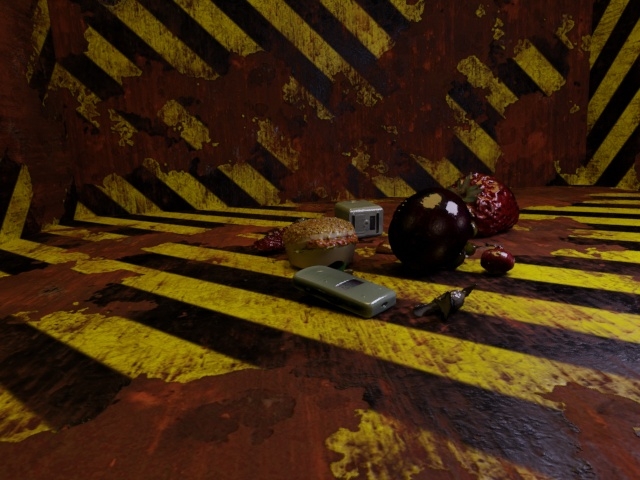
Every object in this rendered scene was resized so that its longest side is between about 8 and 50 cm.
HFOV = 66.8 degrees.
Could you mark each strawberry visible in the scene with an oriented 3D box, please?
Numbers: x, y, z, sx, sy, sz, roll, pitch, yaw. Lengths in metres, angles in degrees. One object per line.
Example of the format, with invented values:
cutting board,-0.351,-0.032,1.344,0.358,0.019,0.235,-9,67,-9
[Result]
strawberry,0.732,-0.133,2.174,0.345,0.295,0.317,28,-25,-31
strawberry,-0.152,-0.007,2.113,0.286,0.106,0.188,-28,1,-35

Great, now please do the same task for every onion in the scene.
onion,0.568,0.062,1.560,0.107,0.097,0.107,10,-6,1

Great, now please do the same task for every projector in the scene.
projector,0.178,-0.106,2.344,0.177,0.163,0.242,-6,14,-18

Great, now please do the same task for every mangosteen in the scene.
mangosteen,0.373,-0.025,1.631,0.297,0.293,0.297,-32,-1,-1

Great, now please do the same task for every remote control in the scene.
remote control,0.056,0.136,1.355,0.296,0.056,0.140,17,22,40

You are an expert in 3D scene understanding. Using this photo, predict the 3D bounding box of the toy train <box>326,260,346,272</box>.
toy train,0.025,0.115,1.561,0.044,0.042,0.209,15,21,25

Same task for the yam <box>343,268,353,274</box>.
yam,0.057,0.112,1.641,0.116,0.021,0.021,-6,12,-16

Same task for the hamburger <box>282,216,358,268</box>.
hamburger,0.000,0.000,1.811,0.276,0.179,0.294,-11,14,-31

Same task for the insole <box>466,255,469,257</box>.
insole,0.481,0.049,1.856,0.192,0.010,0.063,7,16,42

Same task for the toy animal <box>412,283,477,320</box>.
toy animal,0.334,0.152,1.251,0.202,0.070,0.105,-18,-1,-39

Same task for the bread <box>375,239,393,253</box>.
bread,0.295,0.023,1.965,0.126,0.044,0.129,6,11,33
